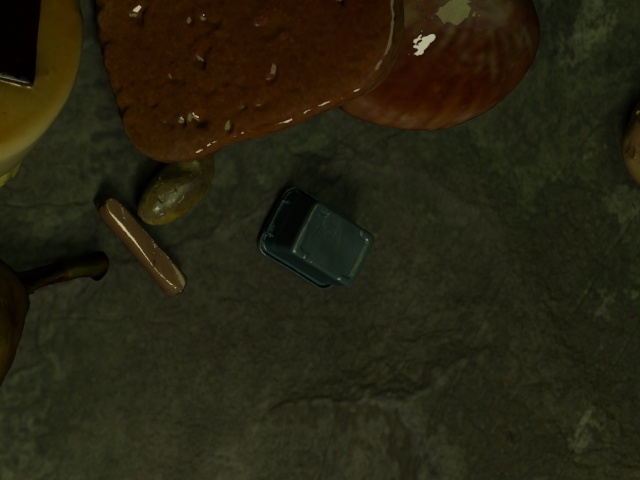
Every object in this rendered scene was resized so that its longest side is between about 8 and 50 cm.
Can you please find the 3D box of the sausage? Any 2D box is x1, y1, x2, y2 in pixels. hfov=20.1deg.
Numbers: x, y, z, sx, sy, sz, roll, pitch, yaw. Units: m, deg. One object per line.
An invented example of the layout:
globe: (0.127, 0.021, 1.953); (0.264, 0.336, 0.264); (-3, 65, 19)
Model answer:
sausage: (-0.162, 0.003, 1.623); (0.026, 0.026, 0.116); (-48, 118, -17)

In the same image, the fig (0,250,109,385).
fig: (-0.287, 0.075, 1.480); (0.290, 0.191, 0.190); (15, 89, -49)

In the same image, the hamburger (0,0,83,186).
hamburger: (-0.331, -0.163, 1.393); (0.300, 0.176, 0.300); (6, 78, -31)

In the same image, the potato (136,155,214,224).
potato: (-0.127, -0.049, 1.626); (0.046, 0.045, 0.092); (38, 71, 6)

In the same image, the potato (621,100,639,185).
potato: (0.391, -0.085, 1.907); (0.178, 0.109, 0.118); (30, 81, -27)

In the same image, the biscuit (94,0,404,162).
biscuit: (-0.071, -0.220, 1.566); (0.277, 0.052, 0.262); (-22, 87, 9)

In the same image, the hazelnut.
hazelnut: (0.096, -0.194, 1.652); (0.214, 0.214, 0.176); (2, 68, -32)

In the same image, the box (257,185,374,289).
box: (0.000, 0.000, 1.707); (0.099, 0.054, 0.074); (32, 79, -31)
